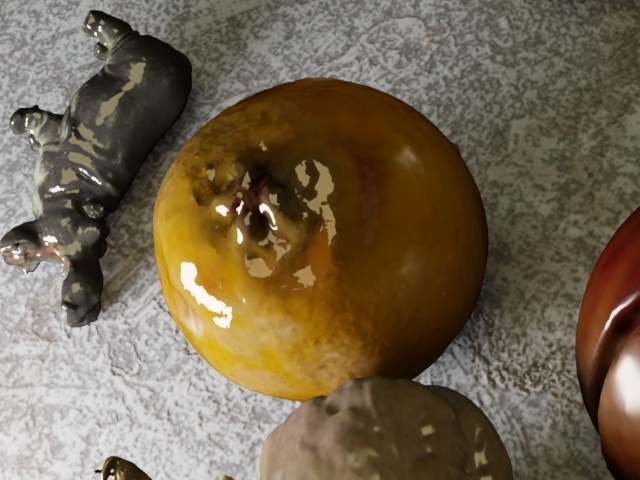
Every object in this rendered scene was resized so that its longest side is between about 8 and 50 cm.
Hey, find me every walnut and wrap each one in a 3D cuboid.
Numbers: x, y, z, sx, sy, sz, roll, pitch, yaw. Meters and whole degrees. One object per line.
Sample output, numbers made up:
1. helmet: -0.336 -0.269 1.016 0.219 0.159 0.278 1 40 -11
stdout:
1. walnut: 0.062 0.248 1.731 0.248 0.248 0.248 -7 60 12

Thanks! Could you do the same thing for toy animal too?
1. toy animal: -0.260 -0.078 2.089 0.168 0.106 0.343 16 73 15

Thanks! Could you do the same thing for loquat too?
1. loquat: 0.000 0.000 1.851 0.328 0.328 0.328 -7 60 12

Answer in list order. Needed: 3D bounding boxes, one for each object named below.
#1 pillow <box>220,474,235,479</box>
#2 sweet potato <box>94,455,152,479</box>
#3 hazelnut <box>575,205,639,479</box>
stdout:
1. pillow: -0.141 0.413 1.769 0.310 0.119 0.312 -29 64 -4
2. sweet potato: -0.153 0.400 1.642 0.130 0.130 0.422 -1 71 16
3. hazelnut: 0.419 0.114 1.653 0.409 0.359 0.359 3 63 26
